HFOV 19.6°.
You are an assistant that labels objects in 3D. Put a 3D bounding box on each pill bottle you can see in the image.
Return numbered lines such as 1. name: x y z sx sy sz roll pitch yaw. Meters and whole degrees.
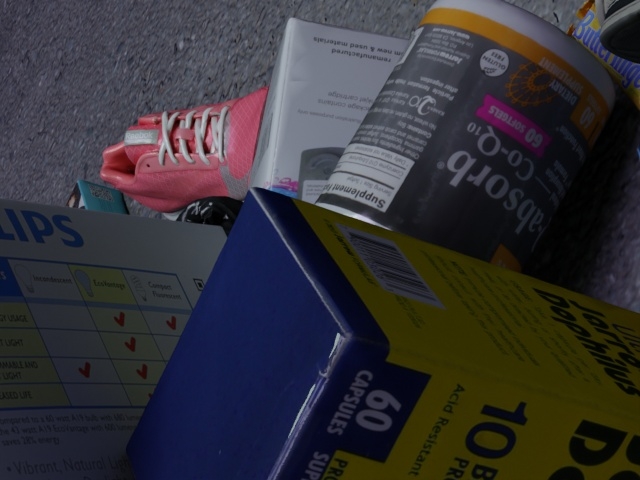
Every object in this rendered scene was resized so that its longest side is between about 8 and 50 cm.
1. pill bottle: 0.089 -0.030 1.374 0.278 0.162 0.162 -60 25 -9

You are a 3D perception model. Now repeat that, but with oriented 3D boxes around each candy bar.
1. candy bar: 0.227 -0.136 1.399 0.040 0.018 0.161 -61 30 22

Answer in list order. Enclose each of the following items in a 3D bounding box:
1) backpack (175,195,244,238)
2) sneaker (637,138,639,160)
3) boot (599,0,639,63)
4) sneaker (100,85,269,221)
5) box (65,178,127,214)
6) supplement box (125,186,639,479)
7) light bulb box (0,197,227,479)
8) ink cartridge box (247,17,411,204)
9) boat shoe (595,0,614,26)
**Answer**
1. backpack: -0.062 0.059 1.721 0.115 0.152 0.182 -47 47 52
2. sneaker: 0.244 -0.032 1.237 0.069 0.082 0.209 -34 47 49
3. boot: 0.290 -0.232 1.265 0.236 0.085 0.178 -28 48 47
4. sneaker: -0.130 -0.088 1.922 0.314 0.136 0.116 -24 55 56
5. box: -0.311 0.055 2.269 0.244 0.060 0.100 -61 29 23
6. supplement box: 0.097 0.136 1.106 0.194 0.356 0.195 -64 27 17
7. light bulb box: -0.170 0.181 1.242 0.225 0.358 0.361 -41 63 26
8. ink cartridge box: 0.000 0.000 1.561 0.226 0.131 0.306 119 158 -72
9. boat shoe: 0.260 -0.257 1.369 0.079 0.084 0.233 -15 -62 -76
